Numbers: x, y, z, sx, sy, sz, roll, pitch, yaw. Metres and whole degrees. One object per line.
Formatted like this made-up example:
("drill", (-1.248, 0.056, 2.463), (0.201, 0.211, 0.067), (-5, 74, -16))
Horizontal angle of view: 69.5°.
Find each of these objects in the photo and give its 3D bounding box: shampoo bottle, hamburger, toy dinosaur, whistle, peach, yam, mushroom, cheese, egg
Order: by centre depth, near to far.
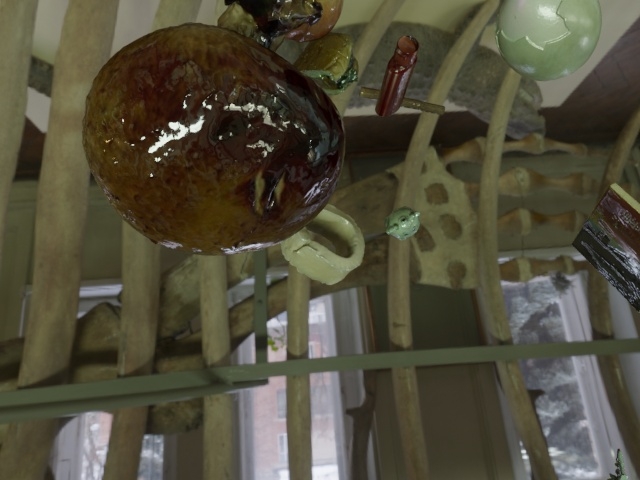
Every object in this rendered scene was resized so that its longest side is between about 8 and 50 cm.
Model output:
("mushroom", (-0.142, -0.163, 0.616), (0.334, 0.356, 0.331), (-35, 166, 33))
("toy dinosaur", (0.477, 0.421, 0.693), (0.039, 0.209, 0.082), (-13, 166, 11))
("shampoo bottle", (0.218, -0.459, 1.307), (0.102, 0.064, 0.260), (-41, 168, -15))
("egg", (0.660, -0.641, 1.361), (0.278, 0.278, 0.336), (-19, 142, 37))
("whistle", (0.243, -0.050, 1.366), (0.110, 0.092, 0.244), (-34, 176, 5))
("peach", (-0.054, -0.735, 1.414), (0.252, 0.252, 0.252), (-5, 162, -2))
("hamburger", (0.019, -0.626, 1.616), (0.309, 0.211, 0.132), (22, 166, 47))
("yam", (0.305, -0.519, 1.719), (0.327, 0.045, 0.045), (10, 121, -7))
("cheese", (0.001, 0.000, 1.804), (0.332, 0.292, 0.153), (25, 136, -16))

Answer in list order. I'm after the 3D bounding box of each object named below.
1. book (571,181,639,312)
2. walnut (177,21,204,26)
("book", (0.800, 0.032, 1.201), (0.028, 0.262, 0.374), (-33, 153, 0))
("walnut", (-0.424, -0.606, 1.573), (0.248, 0.248, 0.248), (-5, 162, -2))
